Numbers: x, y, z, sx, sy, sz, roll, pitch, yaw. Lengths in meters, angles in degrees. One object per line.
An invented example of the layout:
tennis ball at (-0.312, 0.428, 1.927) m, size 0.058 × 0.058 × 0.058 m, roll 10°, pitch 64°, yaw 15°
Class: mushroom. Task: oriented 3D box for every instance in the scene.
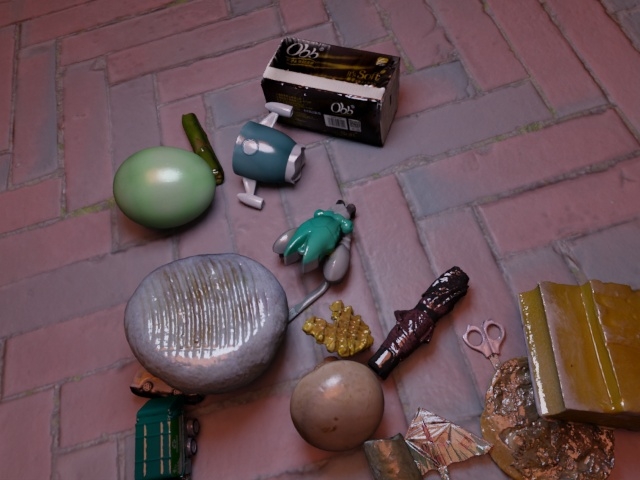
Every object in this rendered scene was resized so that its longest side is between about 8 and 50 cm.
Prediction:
mushroom at (0.032, 0.332, 1.026) m, size 0.204 × 0.204 × 0.205 m, roll -3°, pitch 62°, yaw 6°

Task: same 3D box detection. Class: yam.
yam at (0.172, 0.504, 0.935) m, size 0.093 × 0.093 × 0.260 m, roll -24°, pitch 71°, yaw -4°

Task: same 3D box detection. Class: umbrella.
umbrella at (0.231, 0.188, 1.113) m, size 0.326 × 0.094 × 0.090 m, roll -45°, pitch 38°, yaw -16°

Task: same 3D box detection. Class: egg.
egg at (-0.420, -0.143, 1.306) m, size 0.269 × 0.220 × 0.221 m, roll -6°, pitch 61°, yaw -7°

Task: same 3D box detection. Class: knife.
knife at (-0.057, 0.171, 1.207) m, size 0.210 × 0.015 × 0.028 m, roll -40°, pitch 71°, yaw -12°

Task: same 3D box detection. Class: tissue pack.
tissue pack at (0.040, -0.426, 1.395) m, size 0.369 × 0.210 × 0.198 m, roll 18°, pitch 63°, yaw 16°

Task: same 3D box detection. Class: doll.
doll at (0.013, 0.009, 1.223) m, size 0.258 × 0.153 × 0.195 m, roll -24°, pitch 42°, yaw -23°

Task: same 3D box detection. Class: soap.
soap at (0.557, 0.229, 0.986) m, size 0.258 × 0.143 × 0.281 m, roll 7°, pitch 57°, yaw -5°

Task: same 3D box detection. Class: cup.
cup at (-0.136, -0.235, 1.352) m, size 0.173 × 0.167 × 0.300 m, roll 18°, pitch 93°, yaw 6°

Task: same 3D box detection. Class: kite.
kite at (0.251, 0.466, 0.994) m, size 0.229 × 0.012 × 0.250 m, roll -21°, pitch 58°, yaw 8°

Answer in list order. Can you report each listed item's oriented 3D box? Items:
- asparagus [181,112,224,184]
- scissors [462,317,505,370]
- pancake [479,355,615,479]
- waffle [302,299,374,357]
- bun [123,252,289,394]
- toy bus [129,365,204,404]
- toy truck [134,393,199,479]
asparagus at (-0.359, -0.280, 1.457) m, size 0.060 × 0.067 × 0.278 m, roll -40°, pitch 57°, yaw 18°
scissors at (0.395, 0.270, 1.092) m, size 0.100 × 0.015 × 0.189 m, roll -17°, pitch 64°, yaw 1°
pancake at (0.469, 0.378, 1.001) m, size 0.281 × 0.049 × 0.283 m, roll -2°, pitch 66°, yaw 5°
waffle at (0.042, 0.203, 1.095) m, size 0.149 × 0.194 × 0.051 m, roll 39°, pitch 113°, yaw 28°
bun at (-0.254, 0.189, 1.101) m, size 0.361 × 0.211 × 0.362 m, roll 4°, pitch 53°, yaw -6°
toy bus at (-0.357, 0.340, 1.140) m, size 0.171 × 0.057 × 0.072 m, roll 6°, pitch 60°, yaw 9°
toy truck at (-0.332, 0.463, 1.030) m, size 0.113 × 0.124 × 0.254 m, roll -11°, pitch 65°, yaw 6°
